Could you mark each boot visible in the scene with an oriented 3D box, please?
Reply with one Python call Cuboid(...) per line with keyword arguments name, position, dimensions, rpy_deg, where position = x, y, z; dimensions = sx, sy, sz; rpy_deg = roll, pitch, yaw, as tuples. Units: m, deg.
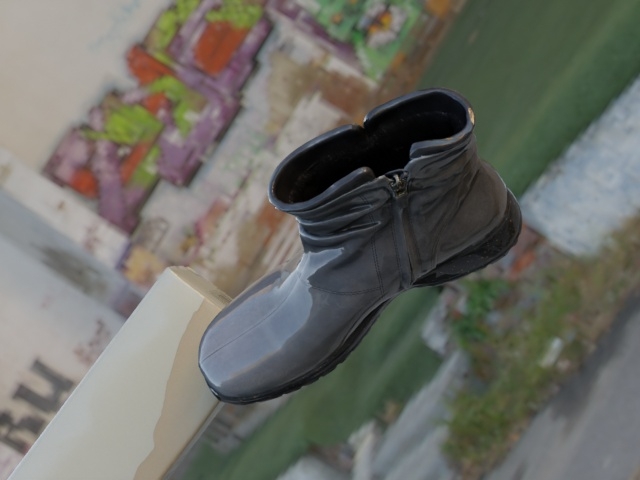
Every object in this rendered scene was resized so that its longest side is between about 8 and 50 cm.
Cuboid(name="boot", position=(0.000, 0.000, 1.281), dimensions=(0.338, 0.118, 0.223), rpy_deg=(-36, -31, 6))

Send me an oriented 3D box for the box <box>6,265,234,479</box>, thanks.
Cuboid(name="box", position=(-0.187, 0.183, 1.482), dimensions=(0.311, 0.121, 0.148), rpy_deg=(-53, -3, 3))
